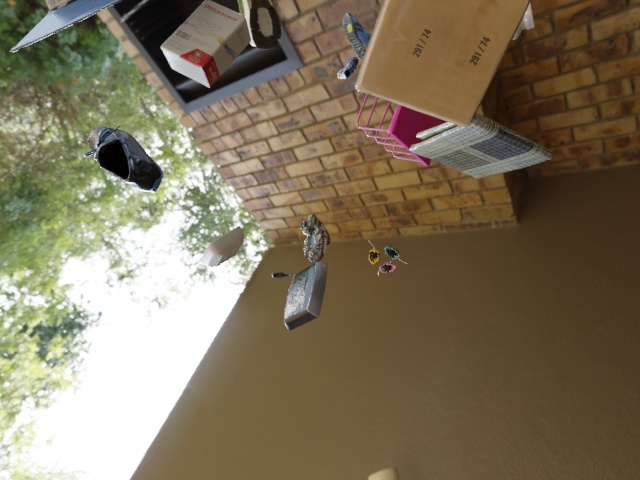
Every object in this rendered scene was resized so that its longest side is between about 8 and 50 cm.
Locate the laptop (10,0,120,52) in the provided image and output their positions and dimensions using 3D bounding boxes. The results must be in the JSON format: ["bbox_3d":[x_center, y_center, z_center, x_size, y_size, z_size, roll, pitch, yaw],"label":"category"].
[{"bbox_3d":[-0.575,-0.692,0.988,0.382,0.408,0.236,-17,-169,10],"label":"laptop"}]

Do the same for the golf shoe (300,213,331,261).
[{"bbox_3d":[0.000,0.000,1.641,0.105,0.120,0.273,-41,-151,20],"label":"golf shoe"}]

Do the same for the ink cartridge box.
[{"bbox_3d":[-0.270,-0.475,1.017,0.127,0.072,0.175,30,-107,15],"label":"ink cartridge box"}]

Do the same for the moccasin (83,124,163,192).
[{"bbox_3d":[-0.591,-0.259,1.230,0.342,0.117,0.138,30,-80,28],"label":"moccasin"}]

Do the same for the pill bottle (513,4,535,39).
[{"bbox_3d":[0.549,-0.656,1.294,0.184,0.103,0.103,-10,-140,32],"label":"pill bottle"}]

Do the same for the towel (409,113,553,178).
[{"bbox_3d":[0.482,-0.287,1.308,0.324,0.312,0.056,173,-68,-69],"label":"towel"}]

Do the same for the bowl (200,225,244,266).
[{"bbox_3d":[-0.304,0.028,1.339,0.142,0.053,0.142,-36,174,-37],"label":"bowl"}]

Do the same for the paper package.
[{"bbox_3d":[0.279,-0.473,1.012,0.168,0.309,0.325,-75,-176,-67],"label":"paper package"}]

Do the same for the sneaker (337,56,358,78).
[{"bbox_3d":[0.153,-0.881,2.165,0.144,0.053,0.059,-50,-136,-6],"label":"sneaker"}]

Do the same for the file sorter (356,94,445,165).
[{"bbox_3d":[0.294,-0.432,1.544,0.182,0.290,0.202,20,-92,42],"label":"file sorter"}]

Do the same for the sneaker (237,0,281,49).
[{"bbox_3d":[-0.274,-0.936,1.612,0.158,0.410,0.182,-16,-161,-28],"label":"sneaker"}]

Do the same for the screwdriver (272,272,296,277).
[{"bbox_3d":[-0.127,0.151,1.814,0.024,0.170,0.025,-31,-123,59],"label":"screwdriver"}]

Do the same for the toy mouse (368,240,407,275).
[{"bbox_3d":[0.251,0.067,1.560,0.143,0.161,0.031,5,-147,13],"label":"toy mouse"}]

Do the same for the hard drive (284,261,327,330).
[{"bbox_3d":[-0.057,0.198,1.578,0.172,0.054,0.255,-31,-148,34],"label":"hard drive"}]

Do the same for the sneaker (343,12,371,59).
[{"bbox_3d":[0.161,-0.820,1.694,0.082,0.209,0.069,-23,172,-26],"label":"sneaker"}]
